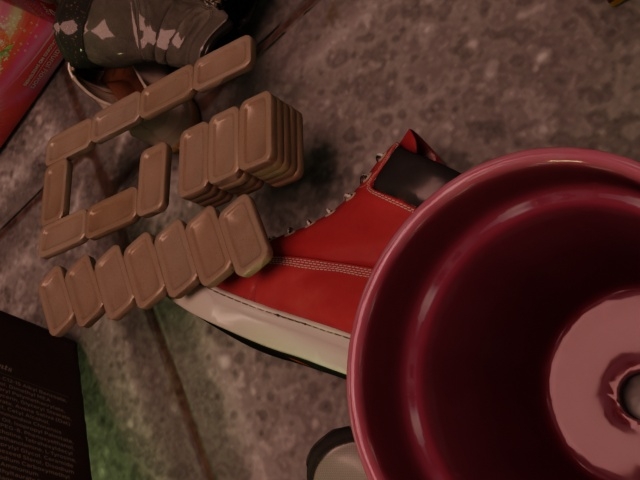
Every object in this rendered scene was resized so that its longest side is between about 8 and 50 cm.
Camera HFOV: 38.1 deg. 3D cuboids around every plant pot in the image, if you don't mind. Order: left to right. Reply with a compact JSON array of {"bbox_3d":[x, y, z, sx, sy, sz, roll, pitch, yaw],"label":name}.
[{"bbox_3d":[0.142,0.071,0.473,0.201,0.180,0.201,-9,75,34],"label":"plant pot"}]

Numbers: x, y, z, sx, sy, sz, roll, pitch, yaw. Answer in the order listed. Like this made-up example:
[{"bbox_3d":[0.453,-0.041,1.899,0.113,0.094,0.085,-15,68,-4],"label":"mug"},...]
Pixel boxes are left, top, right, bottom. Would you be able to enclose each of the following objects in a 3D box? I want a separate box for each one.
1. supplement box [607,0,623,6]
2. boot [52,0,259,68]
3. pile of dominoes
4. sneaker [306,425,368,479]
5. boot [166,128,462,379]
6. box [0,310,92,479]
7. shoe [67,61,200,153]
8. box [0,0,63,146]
[{"bbox_3d":[0.187,-0.261,0.581,0.104,0.081,0.188,-26,65,29],"label":"supplement box"},{"bbox_3d":[-0.117,-0.242,0.807,0.161,0.083,0.246,6,66,16],"label":"boot"},{"bbox_3d":[-0.123,-0.031,0.716,0.251,0.040,0.196,-20,60,32],"label":"pile of dominoes"},{"bbox_3d":[0.081,0.202,0.535,0.271,0.108,0.100,40,105,36],"label":"sneaker"},{"bbox_3d":[0.000,0.000,0.663,0.244,0.088,0.176,12,76,40],"label":"boot"},{"bbox_3d":[-0.272,0.235,0.686,0.191,0.143,0.381,-49,36,17],"label":"box"},{"bbox_3d":[-0.184,-0.161,0.840,0.076,0.058,0.219,-53,55,14],"label":"shoe"},{"bbox_3d":[-0.408,-0.155,0.943,0.300,0.154,0.142,-49,57,15],"label":"box"}]
